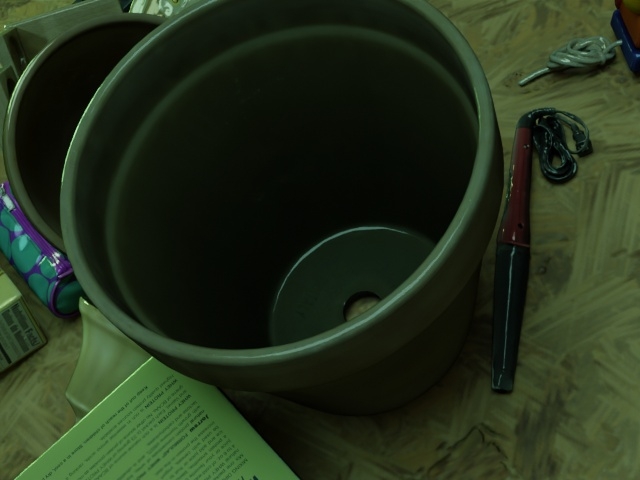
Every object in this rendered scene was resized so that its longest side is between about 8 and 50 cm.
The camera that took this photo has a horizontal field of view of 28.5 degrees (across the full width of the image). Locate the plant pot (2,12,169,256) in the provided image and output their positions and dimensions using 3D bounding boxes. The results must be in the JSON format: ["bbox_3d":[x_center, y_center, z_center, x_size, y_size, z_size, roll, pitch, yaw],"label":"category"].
[{"bbox_3d":[-0.182,-0.087,1.177,0.237,0.237,0.110,-52,19,-13],"label":"plant pot"}]

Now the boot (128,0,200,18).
[{"bbox_3d":[-0.073,-0.229,1.262,0.203,0.095,0.262,15,76,16],"label":"boot"}]

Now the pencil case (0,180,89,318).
[{"bbox_3d":[-0.271,0.006,1.208,0.064,0.070,0.152,-36,57,-20],"label":"pencil case"}]

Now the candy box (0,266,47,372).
[{"bbox_3d":[-0.439,0.105,1.166,0.316,0.087,0.183,-35,56,-16],"label":"candy box"}]

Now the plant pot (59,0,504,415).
[{"bbox_3d":[0.000,0.000,0.994,0.323,0.280,0.323,-8,60,14],"label":"plant pot"}]

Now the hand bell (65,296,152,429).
[{"bbox_3d":[-0.213,0.183,1.085,0.126,0.126,0.242,28,85,29],"label":"hand bell"}]

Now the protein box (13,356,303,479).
[{"bbox_3d":[-0.110,0.230,0.987,0.200,0.136,0.201,-42,57,-8],"label":"protein box"}]

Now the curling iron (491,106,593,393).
[{"bbox_3d":[0.179,0.000,1.079,0.068,0.035,0.274,7,64,22],"label":"curling iron"}]

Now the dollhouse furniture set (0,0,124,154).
[{"bbox_3d":[-0.247,-0.147,1.240,0.123,0.144,0.151,-16,19,7],"label":"dollhouse furniture set"}]

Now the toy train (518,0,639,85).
[{"bbox_3d":[0.283,-0.213,1.100,0.248,0.143,0.105,-19,57,8],"label":"toy train"}]

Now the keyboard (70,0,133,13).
[{"bbox_3d":[-0.265,-0.208,1.356,0.108,0.023,0.180,35,78,31],"label":"keyboard"}]
